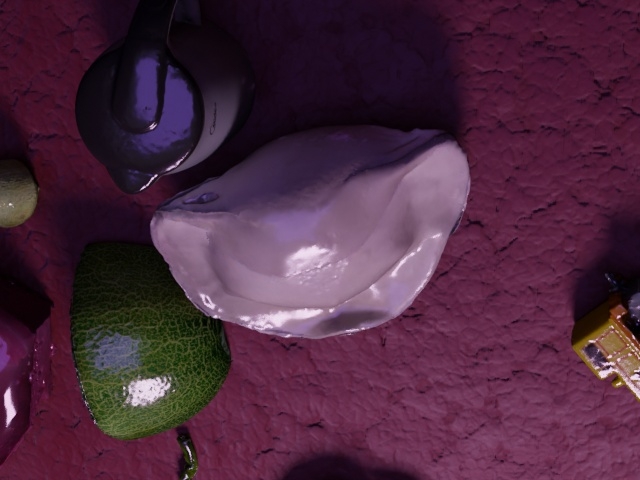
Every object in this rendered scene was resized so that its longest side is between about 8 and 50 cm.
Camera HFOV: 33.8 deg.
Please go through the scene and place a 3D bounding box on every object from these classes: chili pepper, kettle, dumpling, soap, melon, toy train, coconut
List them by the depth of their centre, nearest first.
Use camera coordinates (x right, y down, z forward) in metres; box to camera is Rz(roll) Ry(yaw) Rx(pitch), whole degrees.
[{"bbox_3d":[-0.167,-0.180,1.139,0.161,0.236,0.221,13,107,4],"label":"kettle"},{"bbox_3d":[0.003,-0.001,1.215,0.341,0.181,0.260,-28,126,-15],"label":"dumpling"},{"bbox_3d":[0.386,0.131,1.237,0.127,0.089,0.219,-38,99,26],"label":"toy train"},{"bbox_3d":[-0.385,-0.058,1.285,0.088,0.096,0.088,6,98,45],"label":"coconut"},{"bbox_3d":[-0.204,0.133,1.295,0.169,0.129,0.265,-9,104,7],"label":"melon"},{"bbox_3d":[-0.471,0.196,1.348,0.220,0.127,0.325,37,108,-2],"label":"soap"},{"bbox_3d":[-0.176,0.296,1.392,0.027,0.022,0.083,-6,107,-25],"label":"chili pepper"}]
